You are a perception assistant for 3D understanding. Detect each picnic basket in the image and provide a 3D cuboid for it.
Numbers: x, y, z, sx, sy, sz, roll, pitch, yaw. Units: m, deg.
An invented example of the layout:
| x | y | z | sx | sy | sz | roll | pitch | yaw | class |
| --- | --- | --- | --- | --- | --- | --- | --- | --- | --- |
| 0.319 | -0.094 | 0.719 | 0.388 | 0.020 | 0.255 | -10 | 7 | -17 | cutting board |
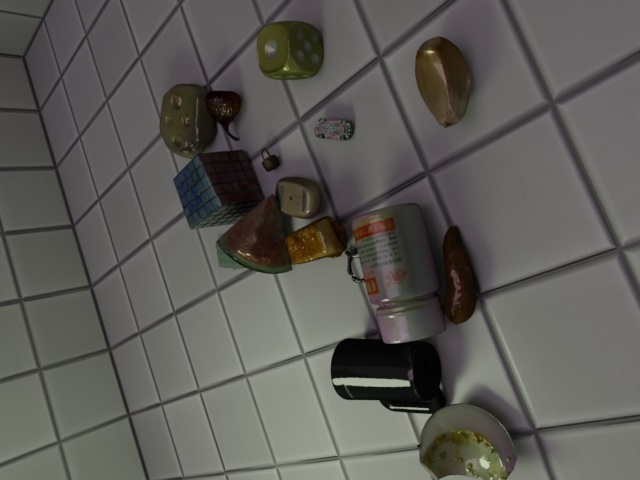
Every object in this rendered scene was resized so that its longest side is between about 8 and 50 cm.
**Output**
| x | y | z | sx | sy | sz | roll | pitch | yaw | class |
| --- | --- | --- | --- | --- | --- | --- | --- | --- | --- |
| -0.198 | -0.311 | 2.037 | 0.072 | 0.072 | 0.083 | -39 | 80 | 39 | picnic basket |

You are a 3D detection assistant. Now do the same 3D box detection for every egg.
| x | y | z | sx | sy | sz | roll | pitch | yaw | class |
| --- | --- | --- | --- | --- | --- | --- | --- | --- | --- |
| 0.421 | 0.596 | 1.573 | 0.270 | 0.162 | 0.207 | -2 | 60 | 11 | egg |

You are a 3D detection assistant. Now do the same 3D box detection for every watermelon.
| x | y | z | sx | sy | sz | roll | pitch | yaw | class |
| --- | --- | --- | --- | --- | --- | --- | --- | --- | --- |
| -0.263 | -0.029 | 2.026 | 0.250 | 0.283 | 0.293 | 4 | 88 | 37 | watermelon |

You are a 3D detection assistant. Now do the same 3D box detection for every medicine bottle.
| x | y | z | sx | sy | sz | roll | pitch | yaw | class |
| --- | --- | --- | --- | --- | --- | --- | --- | --- | --- |
| 0.238 | 0.097 | 1.608 | 0.219 | 0.219 | 0.389 | -17 | 85 | 42 | medicine bottle |

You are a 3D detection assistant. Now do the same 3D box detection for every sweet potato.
| x | y | z | sx | sy | sz | roll | pitch | yaw | class |
| --- | --- | --- | --- | --- | --- | --- | --- | --- | --- |
| 0.401 | 0.103 | 1.554 | 0.097 | 0.097 | 0.292 | -2 | 91 | 42 | sweet potato |

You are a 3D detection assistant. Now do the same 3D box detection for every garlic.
| x | y | z | sx | sy | sz | roll | pitch | yaw | class |
| --- | --- | --- | --- | --- | --- | --- | --- | --- | --- |
| 0.335 | -0.428 | 1.474 | 0.145 | 0.164 | 0.245 | -14 | 93 | 26 | garlic |

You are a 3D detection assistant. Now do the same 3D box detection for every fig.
| x | y | z | sx | sy | sz | roll | pitch | yaw | class |
| --- | --- | --- | --- | --- | --- | --- | --- | --- | --- |
| -0.386 | -0.498 | 2.146 | 0.146 | 0.133 | 0.201 | 24 | 122 | 47 | fig |

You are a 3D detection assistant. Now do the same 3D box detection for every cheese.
| x | y | z | sx | sy | sz | roll | pitch | yaw | class |
| --- | --- | --- | --- | --- | --- | --- | --- | --- | --- |
| -0.568 | -0.521 | 2.308 | 0.326 | 0.115 | 0.318 | -33 | 75 | 41 | cheese |

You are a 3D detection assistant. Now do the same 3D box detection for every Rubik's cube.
| x | y | z | sx | sy | sz | roll | pitch | yaw | class |
| --- | --- | --- | --- | --- | --- | --- | --- | --- | --- |
| -0.407 | -0.200 | 2.134 | 0.237 | 0.238 | 0.238 | -33 | 76 | 42 | Rubik's cube |

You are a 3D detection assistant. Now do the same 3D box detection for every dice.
| x | y | z | sx | sy | sz | roll | pitch | yaw | class |
| --- | --- | --- | --- | --- | --- | --- | --- | --- | --- |
| -0.104 | -0.643 | 1.829 | 0.166 | 0.169 | 0.169 | 6 | 102 | 42 | dice |

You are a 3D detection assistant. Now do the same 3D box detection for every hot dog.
| x | y | z | sx | sy | sz | roll | pitch | yaw | class |
| --- | --- | --- | --- | --- | --- | --- | --- | --- | --- |
| 0.000 | 0.000 | 1.854 | 0.256 | 0.153 | 0.151 | -19 | 89 | 56 | hot dog |

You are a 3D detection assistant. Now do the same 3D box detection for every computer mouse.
| x | y | z | sx | sy | sz | roll | pitch | yaw | class |
| --- | --- | --- | --- | --- | --- | --- | --- | --- | --- |
| -0.079 | -0.156 | 1.944 | 0.236 | 0.081 | 0.145 | 15 | 108 | 50 | computer mouse |

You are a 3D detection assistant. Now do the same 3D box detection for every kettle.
| x | y | z | sx | sy | sz | roll | pitch | yaw | class |
| --- | --- | --- | --- | --- | --- | --- | --- | --- | --- |
| 0.215 | 0.443 | 1.708 | 0.307 | 0.203 | 0.262 | -9 | 89 | 40 | kettle |

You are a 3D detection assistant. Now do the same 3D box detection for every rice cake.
| x | y | z | sx | sy | sz | roll | pitch | yaw | class |
| --- | --- | --- | --- | --- | --- | --- | --- | --- | --- |
| -0.355 | 0.060 | 2.262 | 0.237 | 0.043 | 0.127 | -3 | 96 | 43 | rice cake |

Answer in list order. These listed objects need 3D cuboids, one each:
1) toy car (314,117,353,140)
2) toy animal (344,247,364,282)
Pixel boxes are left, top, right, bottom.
| x | y | z | sx | sy | sz | roll | pitch | yaw | class |
| --- | --- | --- | --- | --- | --- | --- | --- | --- | --- |
| 0.047 | -0.377 | 1.816 | 0.142 | 0.055 | 0.069 | 10 | 105 | 27 | toy car |
| 0.163 | 0.071 | 1.780 | 0.148 | 0.084 | 0.233 | -38 | 74 | 25 | toy animal |
